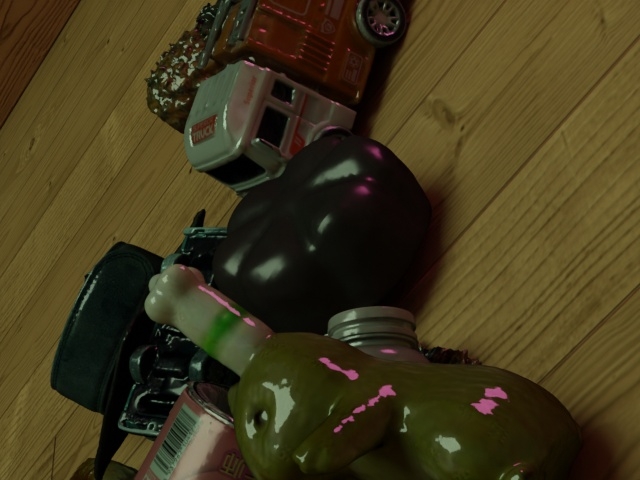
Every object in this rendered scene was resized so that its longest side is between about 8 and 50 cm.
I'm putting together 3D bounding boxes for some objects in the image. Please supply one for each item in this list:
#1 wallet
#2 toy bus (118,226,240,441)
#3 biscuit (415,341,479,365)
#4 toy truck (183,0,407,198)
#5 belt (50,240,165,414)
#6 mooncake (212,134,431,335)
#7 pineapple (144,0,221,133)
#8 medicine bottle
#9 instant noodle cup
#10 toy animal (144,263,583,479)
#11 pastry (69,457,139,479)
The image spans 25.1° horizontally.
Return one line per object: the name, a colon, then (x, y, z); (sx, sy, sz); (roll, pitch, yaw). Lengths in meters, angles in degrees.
wallet: (-0.216, 0.130, 1.809); (0.323, 0.041, 0.247); (-64, -7, -59)
toy bus: (-0.119, 0.123, 1.658); (0.128, 0.147, 0.256); (0, 65, 40)
biscuit: (0.071, 0.158, 1.384); (0.237, 0.026, 0.131); (-47, 31, 38)
toy truck: (-0.035, -0.236, 1.759); (0.173, 0.207, 0.388); (-16, 53, 60)
belt: (-0.278, 0.109, 1.942); (0.206, 0.116, 0.267); (-56, -10, -51)
mooncake: (0.000, 0.000, 1.500); (0.245, 0.133, 0.245); (-34, 27, 19)
pineapple: (-0.139, -0.306, 2.119); (0.170, 0.141, 0.310); (39, 101, 28)
medicine bottle: (0.051, 0.161, 1.271); (0.107, 0.107, 0.191); (-32, 55, 52)
instant noodle cup: (-0.097, 0.279, 1.347); (0.255, 0.244, 0.244); (-66, 23, 4)
toy animal: (0.015, 0.155, 1.124); (0.181, 0.363, 0.180); (86, -157, -45)
pastry: (-0.290, 0.373, 1.846); (0.192, 0.093, 0.182); (-9, 62, 62)
